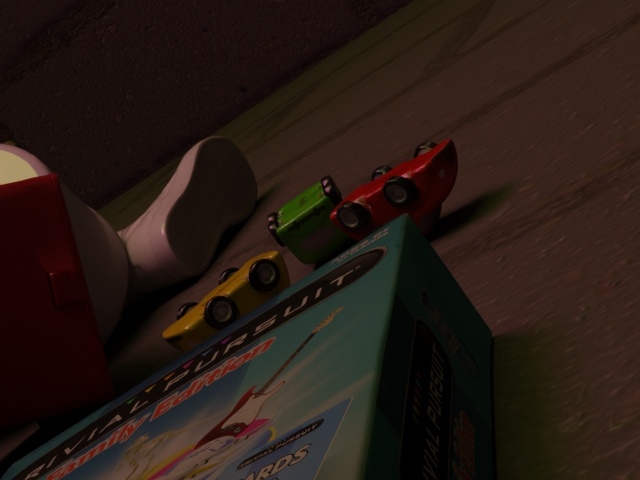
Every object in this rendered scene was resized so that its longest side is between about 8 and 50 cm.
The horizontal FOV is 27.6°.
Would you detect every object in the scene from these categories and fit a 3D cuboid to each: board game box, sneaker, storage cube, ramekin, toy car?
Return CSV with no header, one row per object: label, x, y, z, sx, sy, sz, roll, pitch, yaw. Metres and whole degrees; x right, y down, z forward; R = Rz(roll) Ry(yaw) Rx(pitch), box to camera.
board game box,-0.059,0.128,0.494,0.254,0.079,0.336,-33,11,14
sneaker,-0.182,-0.016,1.472,0.169,0.108,0.292,-28,14,24
storage cube,-0.301,0.068,1.065,0.193,0.215,0.184,-13,-2,-24
ramekin,-0.345,0.035,1.296,0.277,0.135,0.277,-12,51,15
toy car,0.000,0.000,0.961,0.239,0.053,0.225,-34,10,6

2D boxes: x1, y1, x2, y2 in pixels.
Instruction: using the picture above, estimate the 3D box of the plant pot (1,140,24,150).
plant pot,-0.474,0.056,1.563,0.353,0.366,0.366,-24,9,-5
